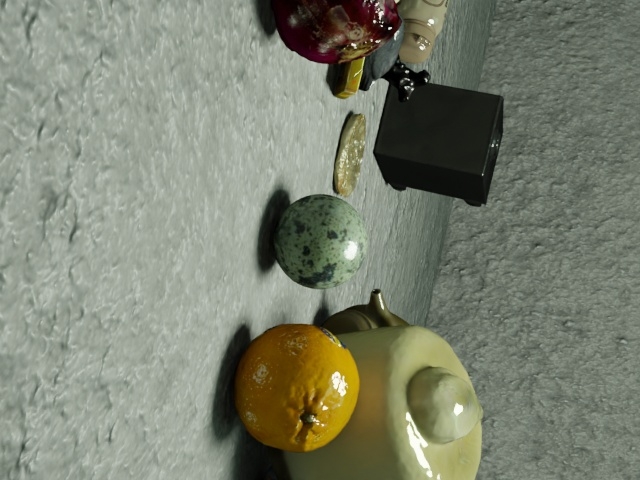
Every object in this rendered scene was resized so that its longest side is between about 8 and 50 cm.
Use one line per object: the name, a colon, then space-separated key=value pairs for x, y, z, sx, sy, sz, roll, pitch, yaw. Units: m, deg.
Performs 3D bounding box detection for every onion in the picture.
onion: x=0.000 y=-0.303 z=1.343 sx=0.173 sy=0.135 sz=0.198 roll=17 pitch=44 yaw=-61

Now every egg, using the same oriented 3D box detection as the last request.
egg: x=0.000 y=0.000 z=1.554 sx=0.172 sy=0.132 sz=0.132 roll=-83 pitch=-177 yaw=-82

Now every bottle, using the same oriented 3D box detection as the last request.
bottle: x=0.186 y=-0.434 z=2.098 sx=0.110 sy=0.097 sz=0.209 roll=-17 pitch=-128 yaw=59

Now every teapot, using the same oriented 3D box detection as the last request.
teapot: x=0.056 y=0.211 z=1.944 sx=0.175 sy=0.185 sz=0.268 roll=27 pitch=90 yaw=-44

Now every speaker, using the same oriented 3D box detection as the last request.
speaker: x=0.251 y=-0.201 z=2.265 sx=0.254 sy=0.232 sz=0.184 roll=51 pitch=53 yaw=-73

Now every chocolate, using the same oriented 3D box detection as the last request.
chocolate: x=0.110 y=0.274 z=1.693 sx=0.314 sy=0.297 sz=0.326 roll=65 pitch=22 yaw=-14

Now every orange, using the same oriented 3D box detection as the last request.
orange: x=-0.032 y=0.199 z=1.499 sx=0.177 sy=0.155 sz=0.177 roll=-23 pitch=131 yaw=-30

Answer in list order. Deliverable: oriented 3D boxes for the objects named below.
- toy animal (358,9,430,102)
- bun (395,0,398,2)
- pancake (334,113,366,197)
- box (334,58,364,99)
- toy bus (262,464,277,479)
toy animal: x=0.084 y=-0.325 z=1.819 sx=0.117 sy=0.121 sz=0.210 roll=-33 pitch=137 yaw=-4
bun: x=0.077 y=-0.402 z=1.581 sx=0.188 sy=0.111 sz=0.164 roll=-11 pitch=111 yaw=-74
pancake: x=0.052 y=-0.145 z=1.905 sx=0.151 sy=0.025 sz=0.152 roll=12 pitch=90 yaw=-79
box: x=0.054 y=-0.298 z=1.708 sx=0.089 sy=0.022 sz=0.156 roll=177 pitch=-75 yaw=-80
toy bus: x=-0.056 y=0.493 z=1.829 sx=0.138 sy=0.112 sz=0.317 roll=-59 pitch=158 yaw=-30
